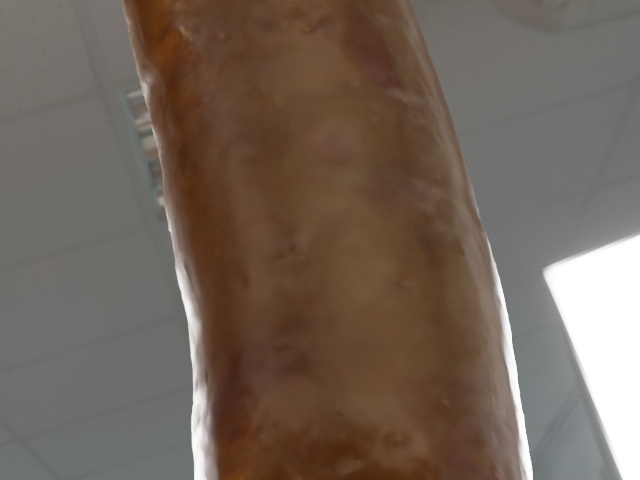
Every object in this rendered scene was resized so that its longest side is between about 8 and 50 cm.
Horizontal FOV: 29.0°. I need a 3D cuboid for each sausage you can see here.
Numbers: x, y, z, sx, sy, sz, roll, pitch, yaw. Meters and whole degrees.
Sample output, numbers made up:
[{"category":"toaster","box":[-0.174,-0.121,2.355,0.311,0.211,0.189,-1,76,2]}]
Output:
[{"category":"sausage","box":[-0.002,0.001,0.379,0.108,0.271,0.109,-10,-25,-5]}]
